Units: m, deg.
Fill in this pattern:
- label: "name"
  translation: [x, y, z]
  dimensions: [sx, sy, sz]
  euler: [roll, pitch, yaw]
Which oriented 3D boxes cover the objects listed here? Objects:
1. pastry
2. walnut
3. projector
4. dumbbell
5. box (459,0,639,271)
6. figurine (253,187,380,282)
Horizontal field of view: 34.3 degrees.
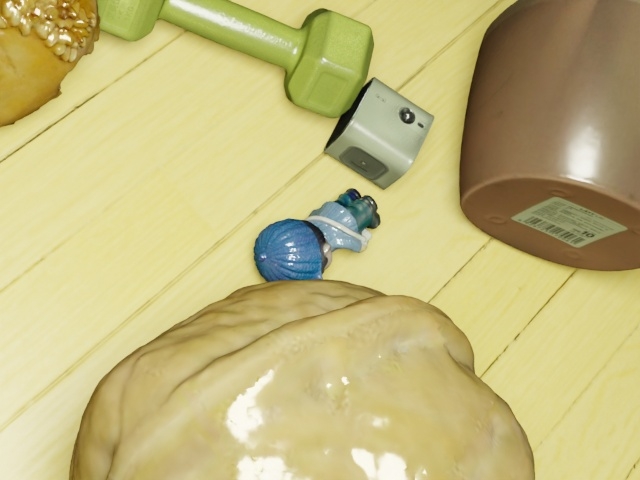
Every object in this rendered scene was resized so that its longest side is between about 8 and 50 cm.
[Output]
- label: "pastry"
  translation: [-0.353, -0.251, 0.942]
  dimensions: [0.255, 0.162, 0.311]
  euler: [-44, 94, -9]
- label: "walnut"
  translation: [-0.017, 0.199, 0.865]
  dimensions: [0.381, 0.381, 0.381]
  euler: [7, 71, -20]
- label: "projector"
  translation: [0.063, -0.116, 1.132]
  dimensions: [0.082, 0.083, 0.083]
  euler: [32, 65, -10]
- label: "dumbbell"
  translation: [-0.093, -0.226, 1.090]
  dimensions: [0.301, 0.121, 0.108]
  euler: [20, 40, -16]
- label: "box"
  translation: [0.288, -0.107, 1.118]
  dimensions: [0.301, 0.301, 0.216]
  euler: [24, 75, -14]
- label: "figurine"
  translation: [0.000, 0.000, 1.077]
  dimensions: [0.086, 0.087, 0.149]
  euler: [32, 56, 32]
